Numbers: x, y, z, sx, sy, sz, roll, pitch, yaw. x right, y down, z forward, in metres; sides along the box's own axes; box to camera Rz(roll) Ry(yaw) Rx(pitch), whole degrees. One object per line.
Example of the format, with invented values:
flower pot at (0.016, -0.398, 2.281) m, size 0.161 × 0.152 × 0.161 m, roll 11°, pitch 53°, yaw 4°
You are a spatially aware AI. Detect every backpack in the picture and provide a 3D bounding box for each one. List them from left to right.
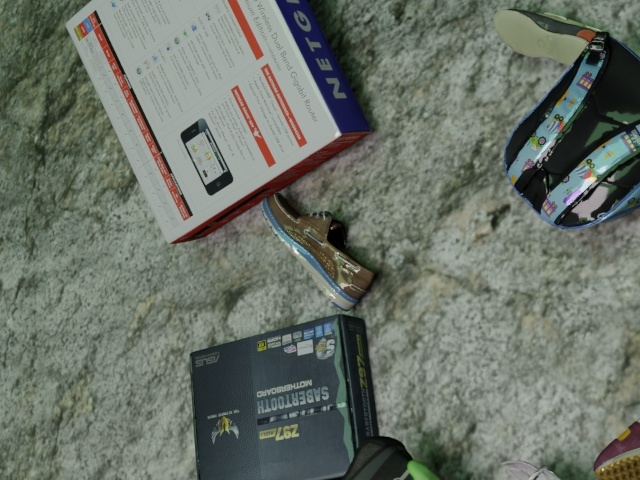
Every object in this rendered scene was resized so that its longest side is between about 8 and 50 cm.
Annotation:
backpack at (0.280, -0.090, 0.955) m, size 0.173 × 0.117 × 0.158 m, roll -48°, pitch 57°, yaw 15°

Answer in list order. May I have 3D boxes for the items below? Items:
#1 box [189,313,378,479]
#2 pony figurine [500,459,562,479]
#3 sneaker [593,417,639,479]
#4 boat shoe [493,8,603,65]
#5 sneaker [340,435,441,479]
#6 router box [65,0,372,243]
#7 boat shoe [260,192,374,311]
box at (-0.047, 0.201, 1.145) m, size 0.233 × 0.059 × 0.183 m, roll -17°, pitch 70°, yaw 30°
pony figurine at (0.302, 0.318, 0.767) m, size 0.364 × 0.303 × 0.350 m, roll -22°, pitch 77°, yaw 11°
sneaker at (0.332, 0.168, 0.894) m, size 0.185 × 0.070 × 0.084 m, roll -39°, pitch 26°, yaw 35°
boat shoe at (0.252, -0.227, 1.058) m, size 0.043 × 0.049 × 0.137 m, roll -36°, pitch 45°, yaw -28°
sneaker at (-0.048, 0.379, 1.033) m, size 0.483 × 0.185 × 0.202 m, roll -38°, pitch 55°, yaw 18°
router box at (-0.138, -0.208, 1.220) m, size 0.301 × 0.082 × 0.335 m, roll -29°, pitch 83°, yaw 30°
boat shoe at (0.000, 0.000, 1.166) m, size 0.066 × 0.066 × 0.183 m, roll -45°, pitch 67°, yaw 12°
